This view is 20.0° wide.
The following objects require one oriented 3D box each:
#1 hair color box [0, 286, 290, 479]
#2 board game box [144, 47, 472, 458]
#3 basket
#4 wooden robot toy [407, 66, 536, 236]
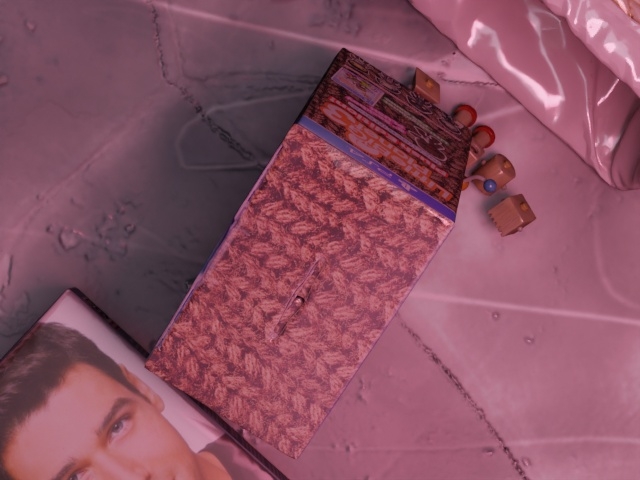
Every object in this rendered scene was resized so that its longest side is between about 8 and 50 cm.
[{"bbox_3d":[-0.142,0.232,1.592,0.374,0.113,0.185,42,87,-2],"label":"hair color box"},{"bbox_3d":[0.000,0.000,1.486,0.141,0.291,0.232,32,109,-3],"label":"board game box"},{"bbox_3d":[0.256,-0.244,1.519,0.331,0.328,0.266,43,85,-2],"label":"basket"},{"bbox_3d":[0.117,-0.069,1.649,0.079,0.076,0.173,-39,93,32],"label":"wooden robot toy"}]
